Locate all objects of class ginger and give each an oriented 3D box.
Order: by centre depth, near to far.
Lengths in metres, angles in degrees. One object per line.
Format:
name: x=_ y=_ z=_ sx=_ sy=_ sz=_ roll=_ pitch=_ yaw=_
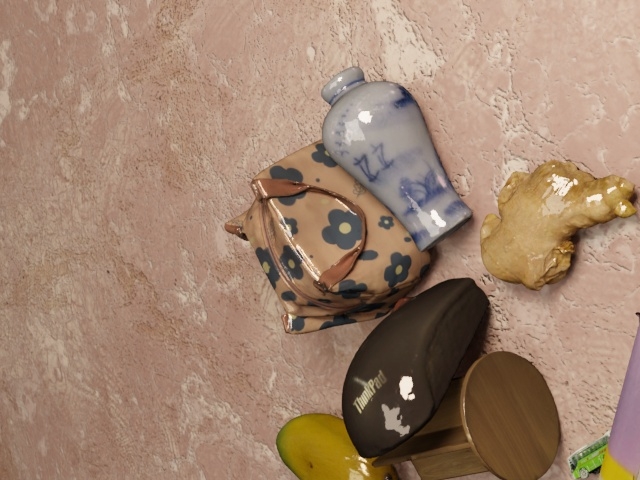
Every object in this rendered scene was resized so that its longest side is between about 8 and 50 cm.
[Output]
ginger: x=0.278 y=-0.032 z=1.258 sx=0.137 sy=0.074 sz=0.213 roll=50 pitch=135 yaw=12

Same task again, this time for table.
table: x=0.177 y=0.251 z=1.375 sx=0.226 sy=0.167 sz=0.167 roll=-27 pitch=80 yaw=50

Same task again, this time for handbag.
handbag: x=0.000 y=0.000 z=1.454 sx=0.251 sy=0.193 sz=0.190 roll=57 pitch=138 yaw=18

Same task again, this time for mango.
mango: x=0.021 y=0.339 z=1.598 sx=0.237 sy=0.091 sz=0.137 roll=34 pitch=116 yaw=35

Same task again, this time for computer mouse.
computer mouse: x=0.105 y=0.153 z=1.342 sx=0.100 sy=0.269 sz=0.170 roll=45 pitch=138 yaw=-11

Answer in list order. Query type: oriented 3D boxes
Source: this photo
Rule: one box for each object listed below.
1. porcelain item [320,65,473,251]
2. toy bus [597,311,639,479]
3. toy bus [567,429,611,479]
porcelain item: x=0.096 y=-0.112 z=1.381 sx=0.141 sy=0.141 sz=0.259 roll=-41 pitch=79 yaw=43
toy bus: x=0.412 y=0.258 z=1.067 sx=0.209 sy=0.249 sz=0.440 roll=26 pitch=118 yaw=38
toy bus: x=0.347 y=0.270 z=1.293 sx=0.083 sy=0.031 sz=0.037 roll=-46 pitch=60 yaw=41
